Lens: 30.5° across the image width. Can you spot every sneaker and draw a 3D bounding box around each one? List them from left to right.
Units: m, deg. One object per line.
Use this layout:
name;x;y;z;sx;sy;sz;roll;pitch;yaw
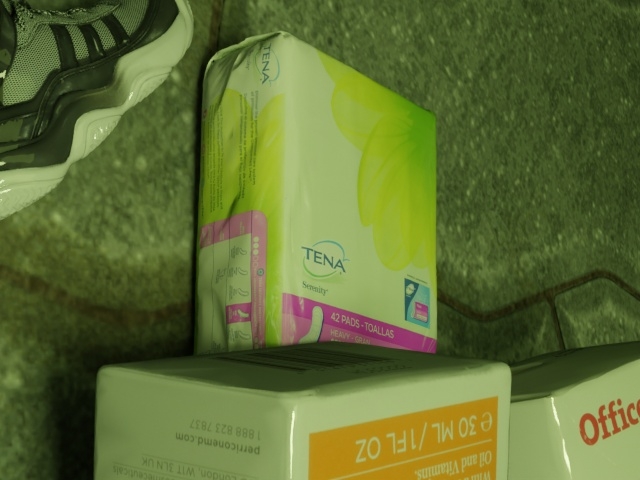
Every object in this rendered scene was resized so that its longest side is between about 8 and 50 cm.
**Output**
sneaker;-0.190;-0.138;0.767;0.153;0.101;0.268;58;43;-26

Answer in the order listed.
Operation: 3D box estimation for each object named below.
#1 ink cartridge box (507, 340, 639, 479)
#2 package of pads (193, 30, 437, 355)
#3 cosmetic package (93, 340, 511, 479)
ink cartridge box;0.228;0.288;0.946;0.279;0.160;0.384;-9;85;-50
package of pads;0.000;0.000;0.967;0.229;0.101;0.296;21;63;-48
cosmetic package;-0.010;0.300;0.729;0.230;0.162;0.453;-1;93;-51
